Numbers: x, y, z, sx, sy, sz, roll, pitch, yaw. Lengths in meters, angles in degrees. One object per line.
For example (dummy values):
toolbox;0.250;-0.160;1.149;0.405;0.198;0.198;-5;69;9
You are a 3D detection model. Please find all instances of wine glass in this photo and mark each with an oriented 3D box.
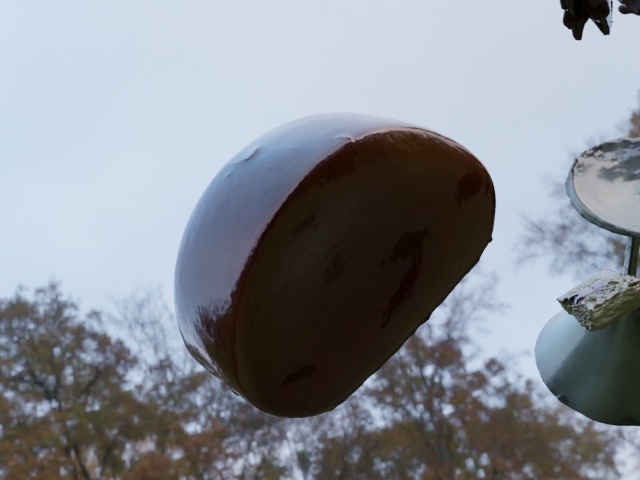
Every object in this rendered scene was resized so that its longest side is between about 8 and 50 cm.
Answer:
wine glass;0.468;0.059;1.593;0.267;0.267;0.406;-14;-44;-7

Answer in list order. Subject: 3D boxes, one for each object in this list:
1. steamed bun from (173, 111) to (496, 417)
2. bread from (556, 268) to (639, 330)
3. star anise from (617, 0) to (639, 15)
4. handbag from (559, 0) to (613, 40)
steamed bun;0.000;0.000;1.191;0.379;0.235;0.248;-43;-61;-16
bread;0.285;0.057;1.063;0.070;0.083;0.035;-30;-79;-3
star anise;0.216;-0.138;0.365;0.346;0.148;0.237;17;-46;-26
handbag;0.350;-0.446;1.453;0.084;0.275;0.260;-6;-20;21
